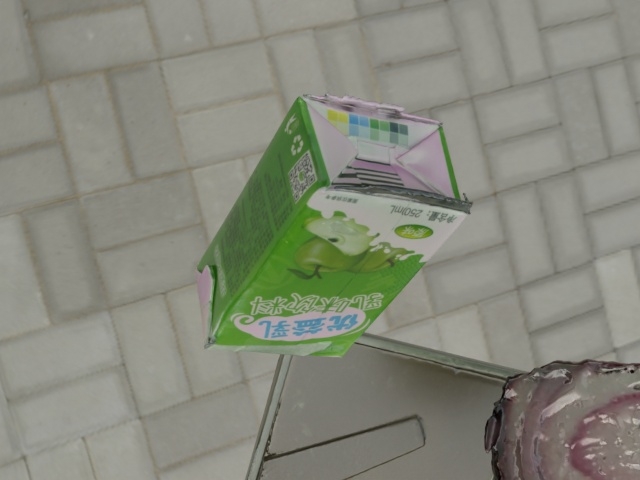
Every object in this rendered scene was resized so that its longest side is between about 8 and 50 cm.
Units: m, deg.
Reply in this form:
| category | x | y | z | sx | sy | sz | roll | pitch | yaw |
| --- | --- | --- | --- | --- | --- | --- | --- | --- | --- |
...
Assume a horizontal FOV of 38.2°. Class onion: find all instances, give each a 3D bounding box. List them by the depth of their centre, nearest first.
| category | x | y | z | sx | sy | sz | roll | pitch | yaw |
| --- | --- | --- | --- | --- | --- | --- | --- | --- | --- |
| onion | 0.319 | 0.245 | 0.897 | 0.314 | 0.146 | 0.280 | -4 | 79 | 7 |

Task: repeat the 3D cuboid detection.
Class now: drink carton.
| category | x | y | z | sx | sy | sz | roll | pitch | yaw |
| --- | --- | --- | --- | --- | --- | --- | --- | --- | --- |
| drink carton | 0.000 | 0.000 | 0.854 | 0.161 | 0.271 | 0.108 | 8 | 50 | -27 |

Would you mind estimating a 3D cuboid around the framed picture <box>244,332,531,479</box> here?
| category | x | y | z | sx | sy | sz | roll | pitch | yaw |
| --- | --- | --- | --- | --- | --- | --- | --- | --- | --- |
| framed picture | 0.083 | 0.234 | 1.103 | 0.314 | 0.024 | 0.232 | 15 | 97 | -13 |
